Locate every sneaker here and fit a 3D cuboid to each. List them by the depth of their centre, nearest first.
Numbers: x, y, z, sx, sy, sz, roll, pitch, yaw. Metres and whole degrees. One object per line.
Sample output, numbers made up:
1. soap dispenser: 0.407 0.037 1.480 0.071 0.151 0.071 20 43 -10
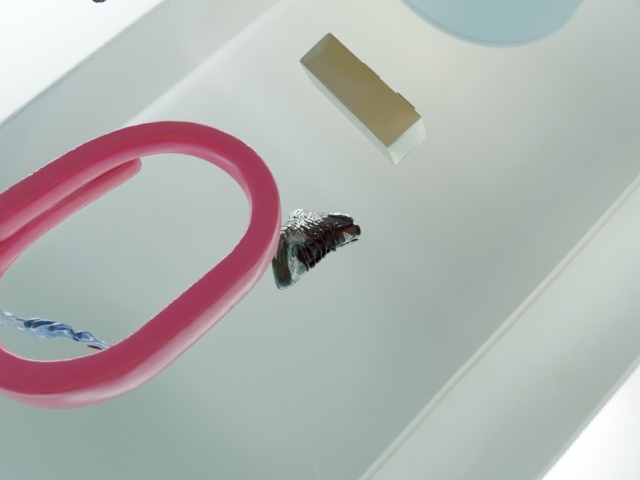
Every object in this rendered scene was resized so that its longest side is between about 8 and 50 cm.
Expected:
1. sneaker: 0.000 0.000 1.042 0.163 0.281 0.106 -4 -62 13

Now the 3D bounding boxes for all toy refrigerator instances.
1. toy refrigerator: 0.086 -0.283 0.995 0.094 0.102 0.269 -42 -110 5

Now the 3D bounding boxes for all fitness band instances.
1. fitness band: -0.166 0.003 0.434 0.209 0.054 0.291 36 -119 18

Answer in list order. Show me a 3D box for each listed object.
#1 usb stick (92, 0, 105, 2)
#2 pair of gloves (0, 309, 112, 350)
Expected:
1. usb stick: -0.357 -0.547 0.945 0.045 0.077 0.277 34 -125 -27
2. pair of gloves: -0.439 0.141 0.797 0.198 0.159 0.023 8 -113 14
